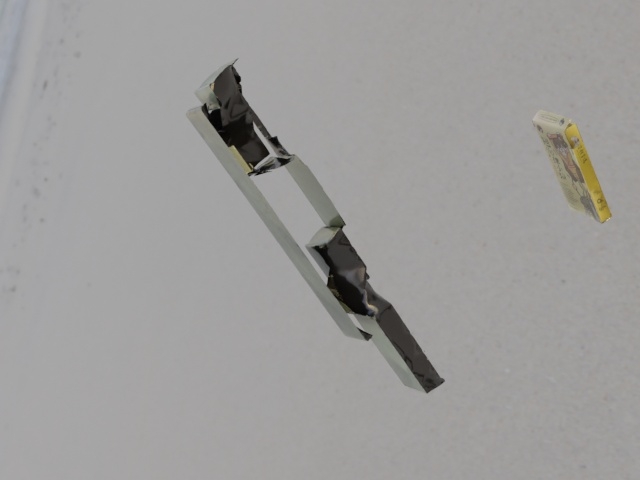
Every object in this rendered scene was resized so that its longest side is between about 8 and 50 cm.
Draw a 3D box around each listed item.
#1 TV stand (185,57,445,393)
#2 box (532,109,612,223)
[{"bbox_3d":[0.000,0.000,0.637,0.042,0.249,0.036,-41,16,-20],"label":"TV stand"},{"bbox_3d":[0.314,-0.092,1.245,0.020,0.149,0.073,-33,25,-8],"label":"box"}]
